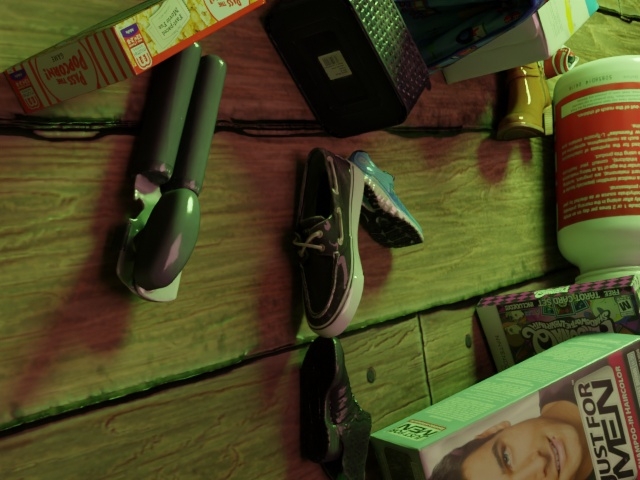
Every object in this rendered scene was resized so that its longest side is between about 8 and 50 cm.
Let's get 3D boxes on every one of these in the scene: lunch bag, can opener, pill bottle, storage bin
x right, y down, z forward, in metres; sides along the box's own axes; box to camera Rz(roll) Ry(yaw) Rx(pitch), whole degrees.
[{"bbox_3d":[0.201,-0.298,1.250,0.221,0.293,0.138,-39,114,-49],"label":"lunch bag"},{"bbox_3d":[-0.133,-0.071,0.945,0.074,0.093,0.280,34,52,-43],"label":"can opener"},{"bbox_3d":[0.513,-0.084,1.663,0.229,0.229,0.407,20,67,-49],"label":"pill bottle"},{"bbox_3d":[0.033,-0.222,1.157,0.180,0.122,0.084,58,43,-27],"label":"storage bin"}]

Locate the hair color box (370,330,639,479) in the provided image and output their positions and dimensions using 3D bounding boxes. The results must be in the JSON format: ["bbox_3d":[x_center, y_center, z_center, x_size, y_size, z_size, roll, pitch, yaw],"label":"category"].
[{"bbox_3d":[0.263,0.265,1.244,0.375,0.114,0.185,-20,99,-27],"label":"hair color box"}]

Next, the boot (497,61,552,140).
[{"bbox_3d":[0.317,-0.239,1.575,0.197,0.073,0.152,-15,96,-65],"label":"boot"}]

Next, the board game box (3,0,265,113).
[{"bbox_3d":[-0.162,-0.183,0.878,0.193,0.147,0.045,-44,116,-47],"label":"board game box"}]

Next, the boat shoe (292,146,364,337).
[{"bbox_3d":[0.000,0.000,1.113,0.070,0.078,0.219,28,55,-44],"label":"boat shoe"}]

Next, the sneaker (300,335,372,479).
[{"bbox_3d":[0.022,0.194,1.117,0.089,0.051,0.170,14,77,-51],"label":"sneaker"}]

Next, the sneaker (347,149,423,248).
[{"bbox_3d":[0.084,-0.053,1.238,0.162,0.063,0.073,49,44,-35],"label":"sneaker"}]

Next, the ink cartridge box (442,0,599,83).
[{"bbox_3d":[0.278,-0.364,1.465,0.233,0.171,0.168,-44,117,-48],"label":"ink cartridge box"}]

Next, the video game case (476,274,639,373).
[{"bbox_3d":[0.363,0.165,1.411,0.042,0.232,0.210,-43,117,-54],"label":"video game case"}]

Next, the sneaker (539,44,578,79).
[{"bbox_3d":[0.415,-0.340,1.723,0.042,0.067,0.118,21,66,-49],"label":"sneaker"}]
